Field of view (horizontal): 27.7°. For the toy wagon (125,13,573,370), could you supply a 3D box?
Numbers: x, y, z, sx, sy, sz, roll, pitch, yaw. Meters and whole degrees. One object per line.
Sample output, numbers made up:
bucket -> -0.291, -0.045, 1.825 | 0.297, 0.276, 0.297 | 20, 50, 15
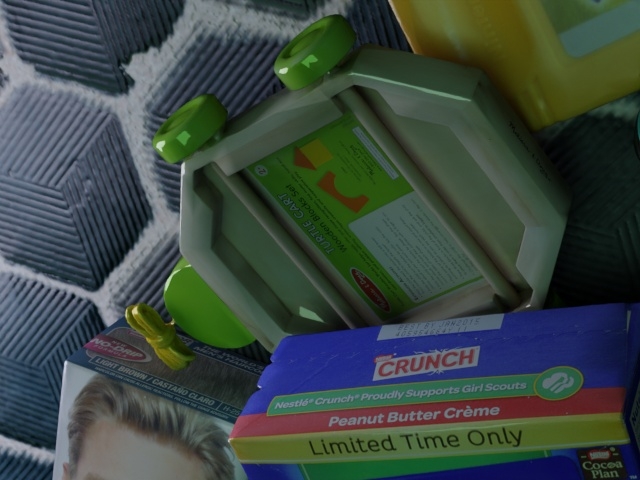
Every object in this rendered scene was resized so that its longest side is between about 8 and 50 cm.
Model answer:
toy wagon -> 0.000, 0.000, 0.920 | 0.344, 0.068, 0.267 | -25, 114, 35

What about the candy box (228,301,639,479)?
candy box -> 0.125, 0.208, 0.907 | 0.268, 0.122, 0.317 | -7, 121, 26

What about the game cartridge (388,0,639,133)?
game cartridge -> 0.171, -0.234, 0.798 | 0.324, 0.053, 0.285 | -24, 99, 28

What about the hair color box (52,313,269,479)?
hair color box -> -0.134, 0.254, 1.089 | 0.174, 0.105, 0.347 | 18, 115, 16

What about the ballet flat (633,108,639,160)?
ballet flat -> 0.330, -0.071, 0.770 | 0.280, 0.096, 0.095 | 1, 74, 32
